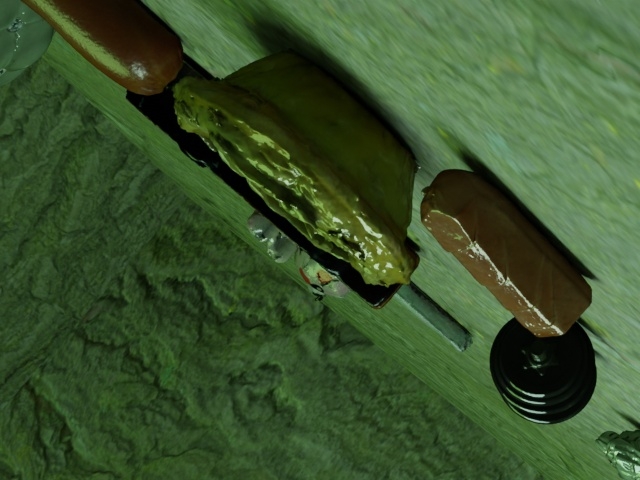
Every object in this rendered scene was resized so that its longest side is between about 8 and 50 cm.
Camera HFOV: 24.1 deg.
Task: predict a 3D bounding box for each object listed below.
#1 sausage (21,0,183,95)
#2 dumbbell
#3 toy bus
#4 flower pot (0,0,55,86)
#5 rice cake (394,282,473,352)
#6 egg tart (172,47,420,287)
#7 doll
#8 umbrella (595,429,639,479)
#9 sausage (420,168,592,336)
[{"bbox_3d":[-0.283,-0.281,1.708,0.300,0.089,0.083,41,169,-3],"label":"sausage"},{"bbox_3d":[0.212,0.121,1.421,0.099,0.099,0.208,39,176,18],"label":"dumbbell"},{"bbox_3d":[-0.056,-0.075,1.791,0.409,0.093,0.092,41,-177,11],"label":"toy bus"},{"bbox_3d":[-0.489,-0.341,2.129,0.246,0.195,0.246,39,174,5],"label":"flower pot"},{"bbox_3d":[0.132,0.084,2.090,0.207,0.033,0.033,41,174,-6],"label":"rice cake"},{"bbox_3d":[-0.009,-0.070,1.313,0.288,0.118,0.288,38,174,4],"label":"egg tart"},{"bbox_3d":[0.000,0.000,1.925,0.149,0.095,0.192,-19,124,33],"label":"doll"},{"bbox_3d":[0.360,0.247,1.640,0.067,0.062,0.143,16,-171,-45],"label":"umbrella"},{"bbox_3d":[0.135,0.003,1.156,0.169,0.065,0.065,44,174,-22],"label":"sausage"}]
